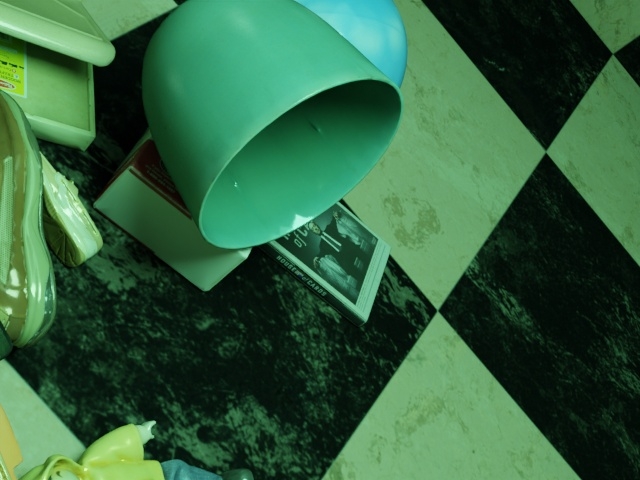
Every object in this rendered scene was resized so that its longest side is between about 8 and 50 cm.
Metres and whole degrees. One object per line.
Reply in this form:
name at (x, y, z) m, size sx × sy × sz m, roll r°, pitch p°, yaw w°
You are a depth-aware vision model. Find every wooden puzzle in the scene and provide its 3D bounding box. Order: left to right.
wooden puzzle at (-0.404, -0.317, 1.283) m, size 0.221 × 0.044 × 0.239 m, roll 15°, pitch 27°, yaw -35°

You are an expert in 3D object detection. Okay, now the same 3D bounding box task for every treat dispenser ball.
treat dispenser ball at (-0.008, -0.292, 1.495) m, size 0.288 × 0.288 × 0.288 m, roll 24°, pitch 49°, yaw -30°

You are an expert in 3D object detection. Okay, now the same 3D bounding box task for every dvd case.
dvd case at (0.000, 0.000, 1.501) m, size 0.238 × 0.029 × 0.179 m, roll 40°, pitch 42°, yaw -16°

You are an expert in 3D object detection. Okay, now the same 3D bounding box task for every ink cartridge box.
ink cartridge box at (-0.161, -0.098, 1.351) m, size 0.197 × 0.114 × 0.273 m, roll 39°, pitch 42°, yaw -15°

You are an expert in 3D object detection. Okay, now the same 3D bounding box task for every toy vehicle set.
toy vehicle set at (-0.425, -0.227, 1.251) m, size 0.267 × 0.035 × 0.166 m, roll 15°, pitch 52°, yaw -36°

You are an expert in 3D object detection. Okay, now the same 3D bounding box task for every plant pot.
plant pot at (-0.082, -0.172, 1.186) m, size 0.293 × 0.293 × 0.235 m, roll -11°, pitch 57°, yaw -47°

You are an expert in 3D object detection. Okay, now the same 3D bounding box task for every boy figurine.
boy figurine at (-0.210, 0.282, 1.064) m, size 0.285 × 0.092 × 0.177 m, roll 21°, pitch 53°, yaw -37°

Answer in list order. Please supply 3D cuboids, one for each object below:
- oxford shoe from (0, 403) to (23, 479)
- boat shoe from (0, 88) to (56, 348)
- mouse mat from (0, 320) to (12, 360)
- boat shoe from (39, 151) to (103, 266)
oxford shoe at (-0.324, 0.302, 0.894) m, size 0.364 × 0.130 × 0.133 m, roll 56°, pitch 21°, yaw 16°
boat shoe at (-0.388, -0.034, 1.093) m, size 0.120 × 0.122 × 0.324 m, roll 2°, pitch 61°, yaw -39°
mouse mat at (-0.406, 0.083, 0.957) m, size 0.152 × 0.007 × 0.190 m, roll -35°, pitch 130°, yaw -27°
boat shoe at (-0.332, -0.050, 1.203) m, size 0.059 × 0.063 × 0.170 m, roll -33°, pitch 97°, yaw -52°
